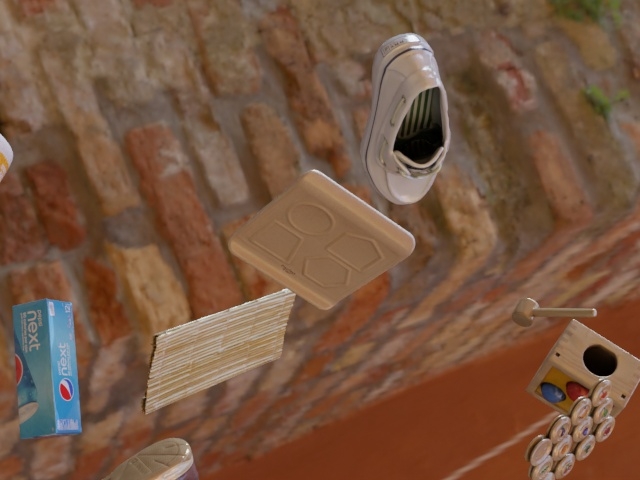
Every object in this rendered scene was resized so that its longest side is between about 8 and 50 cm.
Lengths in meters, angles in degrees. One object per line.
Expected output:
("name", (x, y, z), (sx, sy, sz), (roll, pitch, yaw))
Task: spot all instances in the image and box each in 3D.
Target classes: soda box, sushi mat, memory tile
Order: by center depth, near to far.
("memory tile", (0.302, 0.238, 1.305), (0.012, 0.148, 0.113), (34, -28, 41))
("soda box", (-0.428, 0.201, 1.702), (0.067, 0.071, 0.210), (20, 61, -64))
("sushi mat", (-0.163, 0.175, 1.785), (0.019, 0.316, 0.151), (35, -57, 31))

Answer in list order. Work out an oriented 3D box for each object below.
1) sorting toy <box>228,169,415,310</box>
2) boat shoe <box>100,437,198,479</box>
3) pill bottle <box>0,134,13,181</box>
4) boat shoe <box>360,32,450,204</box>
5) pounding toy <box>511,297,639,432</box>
("sorting toy", (0.000, 0.000, 1.530), (0.208, 0.193, 0.038), (-39, -154, 41))
("boat shoe", (-0.295, 0.385, 1.523), (0.103, 0.285, 0.092), (22, -42, 59))
("pill bottle", (-0.453, -0.015, 1.145), (0.152, 0.272, 0.152), (22, -19, 8))
("boat shoe", (0.084, -0.094, 1.058), (0.226, 0.083, 0.076), (77, -8, -55))
("pounding toy", (0.361, 0.175, 1.604), (0.206, 0.094, 0.181), (33, -28, 12))
